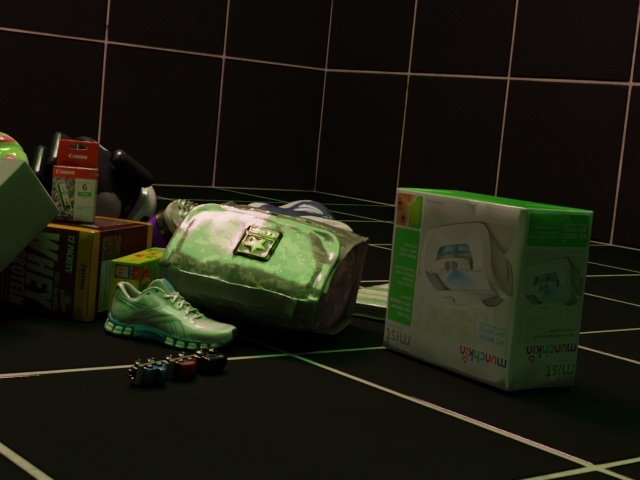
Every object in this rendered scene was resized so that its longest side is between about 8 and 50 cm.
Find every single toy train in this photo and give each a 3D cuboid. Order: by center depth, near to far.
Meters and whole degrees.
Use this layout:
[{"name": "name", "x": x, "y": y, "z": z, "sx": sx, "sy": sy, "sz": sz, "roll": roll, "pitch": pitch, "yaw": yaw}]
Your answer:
[{"name": "toy train", "x": -0.162, "y": 0.147, "z": 1.307, "sx": 0.036, "sy": 0.027, "sz": 0.158, "roll": 22, "pitch": 14, "yaw": 32}]

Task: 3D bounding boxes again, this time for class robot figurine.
[{"name": "robot figurine", "x": -0.472, "y": -0.103, "z": 2.354, "sx": 0.278, "sy": 0.173, "sz": 0.209, "roll": 38, "pitch": -16, "yaw": -34}]

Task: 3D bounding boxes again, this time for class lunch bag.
[{"name": "lunch bag", "x": -0.078, "y": 0.043, "z": 1.624, "sx": 0.235, "sy": 0.169, "sz": 0.287, "roll": 14, "pitch": 9, "yaw": 12}]

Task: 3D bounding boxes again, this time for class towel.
[{"name": "towel", "x": 0.188, "y": 0.108, "z": 1.922, "sx": 0.248, "sy": 0.038, "sz": 0.325, "roll": 8, "pitch": 8, "yaw": 31}]

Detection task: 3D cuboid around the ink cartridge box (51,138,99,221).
[{"name": "ink cartridge box", "x": -0.356, "y": -0.087, "z": 1.642, "sx": 0.063, "sy": 0.115, "sz": 0.029, "roll": 5, "pitch": 6, "yaw": -3}]

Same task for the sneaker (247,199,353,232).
[{"name": "sneaker", "x": 0.000, "y": -0.001, "z": 2.410, "sx": 0.236, "sy": 0.130, "sz": 0.323, "roll": 21, "pitch": 9, "yaw": 33}]

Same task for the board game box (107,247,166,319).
[{"name": "board game box", "x": -0.256, "y": 0.066, "z": 1.645, "sx": 0.043, "sy": 0.092, "sz": 0.181, "roll": 5, "pitch": 6, "yaw": 10}]

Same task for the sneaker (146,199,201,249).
[{"name": "sneaker", "x": -0.231, "y": 0.016, "z": 2.071, "sx": 0.146, "sy": 0.102, "sz": 0.293, "roll": -32, "pitch": -31, "yaw": 21}]

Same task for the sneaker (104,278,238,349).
[{"name": "sneaker", "x": -0.198, "y": 0.094, "z": 1.494, "sx": 0.190, "sy": 0.083, "sz": 0.071, "roll": 9, "pitch": 5, "yaw": 17}]

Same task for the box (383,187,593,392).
[{"name": "box", "x": 0.216, "y": 0.057, "z": 1.498, "sx": 0.127, "sy": 0.231, "sz": 0.262, "roll": 2, "pitch": 8, "yaw": -34}]

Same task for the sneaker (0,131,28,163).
[{"name": "sneaker", "x": -0.810, "y": -0.074, "z": 2.225, "sx": 0.483, "sy": 0.202, "sz": 0.185, "roll": -12, "pitch": 55, "yaw": -28}]

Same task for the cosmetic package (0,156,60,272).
[{"name": "cosmetic package", "x": -0.475, "y": -0.003, "z": 1.490, "sx": 0.127, "sy": 0.107, "sz": 0.238, "roll": 8, "pitch": 51, "yaw": 38}]

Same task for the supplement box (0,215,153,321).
[{"name": "supplement box", "x": -0.380, "y": 0.032, "z": 1.676, "sx": 0.191, "sy": 0.129, "sz": 0.194, "roll": 7, "pitch": 6, "yaw": 16}]
